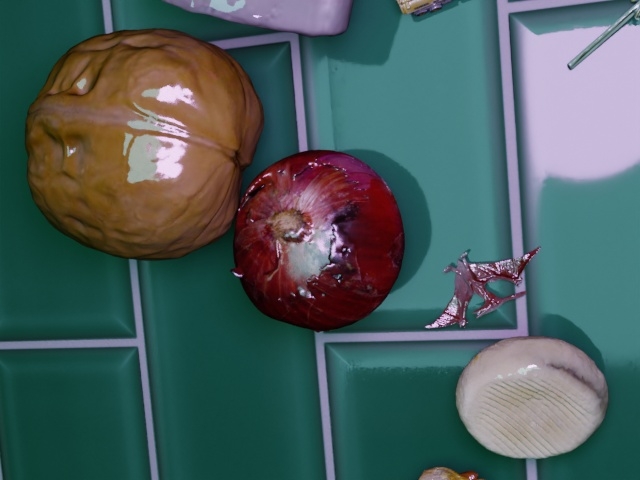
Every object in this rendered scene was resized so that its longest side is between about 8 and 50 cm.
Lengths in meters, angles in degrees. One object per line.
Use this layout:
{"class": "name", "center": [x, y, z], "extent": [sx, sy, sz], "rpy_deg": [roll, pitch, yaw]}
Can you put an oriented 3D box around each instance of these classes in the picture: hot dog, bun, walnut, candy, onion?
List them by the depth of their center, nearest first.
{"class": "candy", "center": [0.458, -0.338, 1.223], "extent": [0.262, 0.073, 0.077], "rpy_deg": [-42, 65, 23]}
{"class": "bun", "center": [0.316, 0.225, 1.296], "extent": [0.222, 0.127, 0.222], "rpy_deg": [2, 118, 4]}
{"class": "onion", "center": [0.000, 0.000, 1.298], "extent": [0.276, 0.276, 0.276], "rpy_deg": [2, 97, 16]}
{"class": "walnut", "center": [-0.276, -0.150, 1.311], "extent": [0.398, 0.308, 0.354], "rpy_deg": [3, 70, 37]}
{"class": "hot dog", "center": [0.184, 0.396, 1.375], "extent": [0.169, 0.078, 0.061], "rpy_deg": [-19, 75, 12]}

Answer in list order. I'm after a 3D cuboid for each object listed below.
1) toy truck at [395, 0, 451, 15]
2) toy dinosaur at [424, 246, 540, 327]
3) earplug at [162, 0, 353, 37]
{"class": "toy truck", "center": [0.175, -0.379, 1.292], "extent": [0.123, 0.063, 0.052], "rpy_deg": [-18, 90, 18]}
{"class": "toy dinosaur", "center": [0.248, 0.070, 1.339], "extent": [0.220, 0.032, 0.108], "rpy_deg": [-39, 82, 14]}
{"class": "earplug", "center": [-0.068, -0.512, 1.192], "extent": [0.312, 0.312, 0.394], "rpy_deg": [19, 110, 13]}
